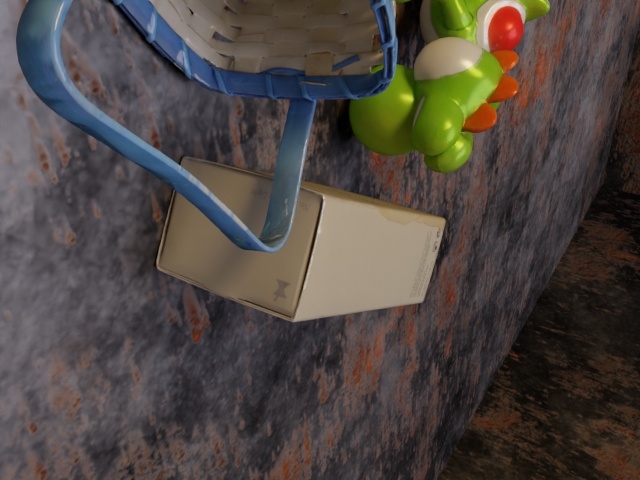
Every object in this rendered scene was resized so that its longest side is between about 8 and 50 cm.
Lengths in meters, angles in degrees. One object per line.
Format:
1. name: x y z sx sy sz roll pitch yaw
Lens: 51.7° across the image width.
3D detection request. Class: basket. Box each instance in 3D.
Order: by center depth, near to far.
1. basket: -0.057 -0.162 0.438 0.255 0.201 0.288 45 58 -61

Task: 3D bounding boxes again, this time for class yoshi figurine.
1. yoshi figurine: 0.134 -0.242 0.826 0.203 0.204 0.361 -40 -152 58

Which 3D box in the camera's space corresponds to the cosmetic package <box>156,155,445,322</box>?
1. cosmetic package: 0.000 0.000 0.692 0.309 0.160 0.113 5 101 -63
